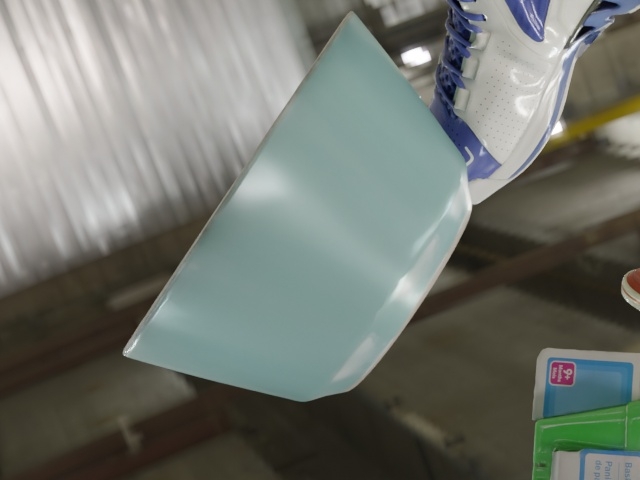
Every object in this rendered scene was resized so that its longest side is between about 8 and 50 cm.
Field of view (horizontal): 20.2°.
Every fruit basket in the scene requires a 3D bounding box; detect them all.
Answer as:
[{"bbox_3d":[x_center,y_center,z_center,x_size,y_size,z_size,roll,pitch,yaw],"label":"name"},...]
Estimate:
[{"bbox_3d":[0.358,0.263,1.612,0.353,0.327,0.165,2,169,18],"label":"fruit basket"}]

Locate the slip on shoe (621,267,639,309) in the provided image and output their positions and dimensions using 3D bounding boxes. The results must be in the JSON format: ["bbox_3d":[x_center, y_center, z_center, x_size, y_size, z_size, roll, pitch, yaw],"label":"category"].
[{"bbox_3d":[0.543,0.044,2.255,0.331,0.101,0.123,-1,-158,22],"label":"slip on shoe"}]

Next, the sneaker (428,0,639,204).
[{"bbox_3d":[0.134,-0.192,1.420,0.315,0.182,0.127,-55,-147,30],"label":"sneaker"}]

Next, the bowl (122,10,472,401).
[{"bbox_3d":[0.000,0.000,1.367,0.311,0.163,0.311,-55,-176,5],"label":"bowl"}]
